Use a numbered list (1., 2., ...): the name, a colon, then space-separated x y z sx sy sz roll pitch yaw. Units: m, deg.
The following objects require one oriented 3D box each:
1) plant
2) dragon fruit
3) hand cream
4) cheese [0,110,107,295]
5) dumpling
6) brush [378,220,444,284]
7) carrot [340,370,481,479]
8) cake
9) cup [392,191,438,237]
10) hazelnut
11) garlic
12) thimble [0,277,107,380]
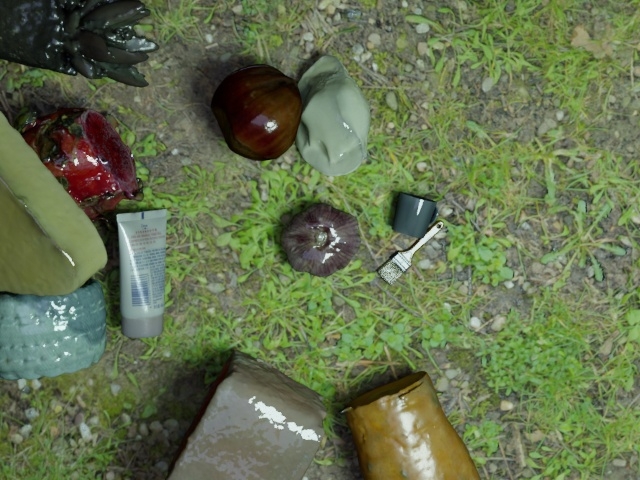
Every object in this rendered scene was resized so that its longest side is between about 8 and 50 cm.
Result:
1. plant: -0.459 -0.391 1.324 0.320 0.194 0.182 8 98 0
2. dragon fruit: -0.429 -0.149 1.351 0.147 0.211 0.282 -35 120 1
3. hand cream: -0.351 0.064 1.410 0.083 0.133 0.248 7 98 28
4. cheese: -0.599 -0.034 1.274 0.383 0.104 0.384 11 122 18
5. dumpling: 0.011 -0.239 1.401 0.166 0.126 0.216 -17 106 26
6. brush: 0.189 0.020 1.472 0.170 0.014 0.043 -43 97 1
7. carrot: 0.185 0.443 1.409 0.224 0.224 0.341 -24 87 0
8. cake: -0.147 0.395 1.385 0.230 0.237 0.309 27 91 -7
9. cup: 0.194 -0.049 1.442 0.100 0.078 0.077 8 101 -33
10. hazelnut: -0.110 -0.236 1.346 0.178 0.204 0.178 -3 110 -10
11. garlic: 0.000 0.000 1.419 0.159 0.102 0.147 -6 96 -1
12. thimble: -0.533 0.160 1.362 0.250 0.205 0.172 -1 100 -8
